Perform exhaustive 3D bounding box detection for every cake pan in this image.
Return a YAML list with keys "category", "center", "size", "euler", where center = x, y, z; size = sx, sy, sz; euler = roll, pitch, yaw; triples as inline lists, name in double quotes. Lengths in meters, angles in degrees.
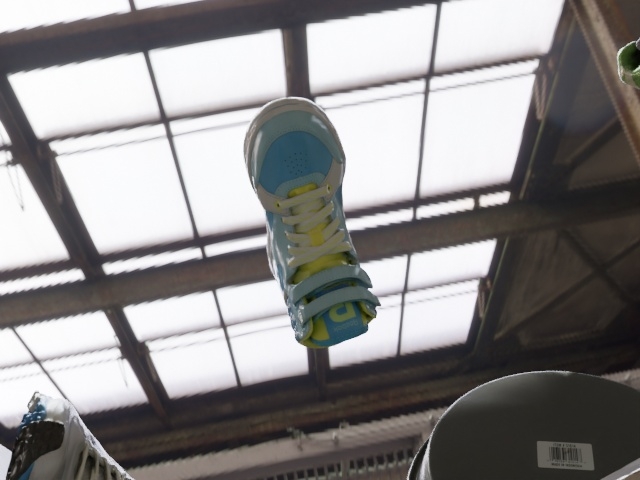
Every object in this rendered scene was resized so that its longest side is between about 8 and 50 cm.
- category: "cake pan"
  center: [0.223, 0.218, 0.877]
  size: [0.293, 0.054, 0.293]
  euler: [-3, -149, 2]

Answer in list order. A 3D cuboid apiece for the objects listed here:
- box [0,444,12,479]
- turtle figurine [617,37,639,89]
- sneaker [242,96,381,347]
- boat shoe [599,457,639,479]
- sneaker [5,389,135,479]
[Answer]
- category: "box"
  center: [-0.303, 0.234, 0.750]
  size: [0.093, 0.156, 0.158]
  euler: [36, -103, -3]
- category: "turtle figurine"
  center: [0.285, -0.197, 0.654]
  size: [0.197, 0.266, 0.275]
  euler: [-14, -145, 40]
- category: "sneaker"
  center: [0.000, 0.000, 1.141]
  size: [0.127, 0.319, 0.208]
  euler: [-18, -133, -6]
- category: "boat shoe"
  center: [0.331, 0.197, 0.692]
  size: [0.340, 0.127, 0.158]
  euler: [-21, -108, -21]
- category: "sneaker"
  center: [-0.144, 0.148, 0.591]
  size: [0.083, 0.191, 0.071]
  euler: [13, -119, -3]
